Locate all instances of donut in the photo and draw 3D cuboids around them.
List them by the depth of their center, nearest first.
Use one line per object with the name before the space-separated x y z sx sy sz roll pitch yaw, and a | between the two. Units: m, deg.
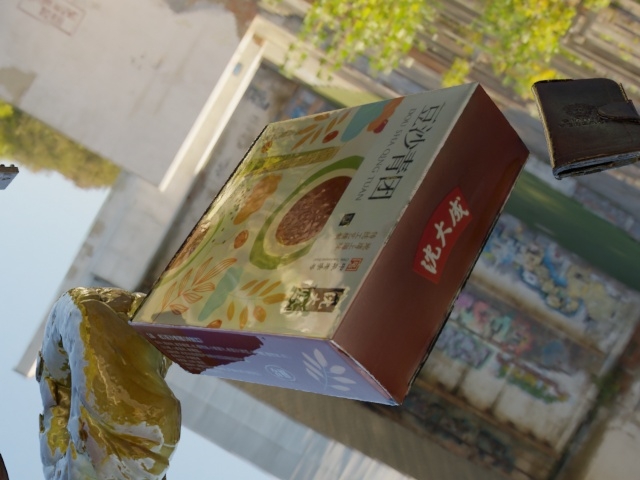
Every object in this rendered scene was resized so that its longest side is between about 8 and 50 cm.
donut | -0.307 0.233 1.331 0.170 0.360 0.360 2 -166 -27

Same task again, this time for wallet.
wallet | 0.378 -0.170 1.302 0.137 0.031 0.255 -8 -147 10

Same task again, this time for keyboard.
keyboard | -0.484 -0.086 1.217 0.166 0.055 0.017 -3 -115 -46

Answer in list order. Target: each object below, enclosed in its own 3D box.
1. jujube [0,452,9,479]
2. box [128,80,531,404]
jujube | -0.354 0.203 0.585 0.223 0.318 0.223 -19 -90 -76
box | 0.000 0.000 1.081 0.385 0.345 0.122 -3 138 50
